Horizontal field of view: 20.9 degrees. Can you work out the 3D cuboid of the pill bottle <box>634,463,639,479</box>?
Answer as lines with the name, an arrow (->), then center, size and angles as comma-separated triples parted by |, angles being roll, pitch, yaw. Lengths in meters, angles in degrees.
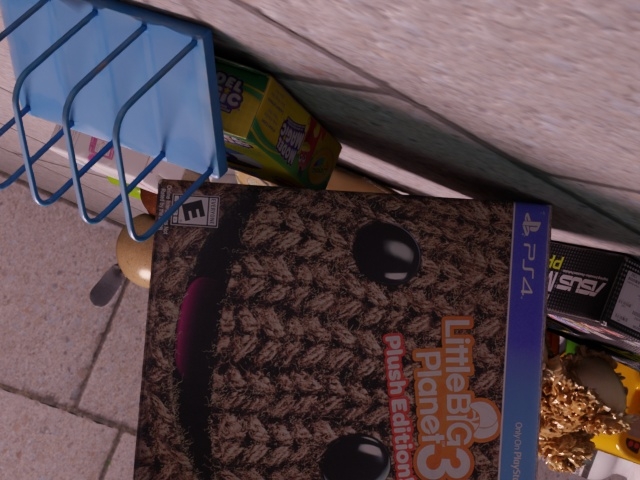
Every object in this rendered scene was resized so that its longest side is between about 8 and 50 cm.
pill bottle -> 0.455, 0.244, 1.889 | 0.131, 0.131, 0.229 | 24, 159, -27

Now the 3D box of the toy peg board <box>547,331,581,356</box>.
toy peg board -> 0.217, 0.112, 1.810 | 0.161, 0.079, 0.161 | 2, 170, 12

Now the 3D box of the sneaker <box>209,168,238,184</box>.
sneaker -> 0.000, 0.000, 1.603 | 0.252, 0.111, 0.103 | 20, 175, 16

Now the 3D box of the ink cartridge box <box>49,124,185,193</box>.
ink cartridge box -> -0.215, -0.093, 1.862 | 0.122, 0.052, 0.088 | 21, 175, 22

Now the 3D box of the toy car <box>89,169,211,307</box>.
toy car -> -0.182, 0.005, 1.991 | 0.155, 0.188, 0.149 | 21, 175, 12

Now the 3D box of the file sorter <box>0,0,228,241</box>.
file sorter -> -0.164, -0.086, 1.146 | 0.170, 0.104, 0.118 | 19, 137, 24

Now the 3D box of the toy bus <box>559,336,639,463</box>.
toy bus -> 0.323, 0.168, 1.922 | 0.108, 0.130, 0.333 | 24, 175, -27

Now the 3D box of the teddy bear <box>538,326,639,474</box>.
teddy bear -> 0.150, 0.138, 1.617 | 0.245, 0.113, 0.338 | 31, 164, -34

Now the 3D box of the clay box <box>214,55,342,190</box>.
clay box -> -0.076, -0.094, 1.264 | 0.127, 0.053, 0.222 | 19, 175, 19

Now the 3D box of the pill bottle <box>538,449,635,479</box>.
pill bottle -> 0.327, 0.218, 2.273 | 0.278, 0.162, 0.162 | 20, 175, 11

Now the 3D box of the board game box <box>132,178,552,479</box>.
board game box -> 0.018, 0.084, 1.315 | 0.291, 0.232, 0.141 | 3, 174, 2

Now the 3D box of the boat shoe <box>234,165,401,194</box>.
boat shoe -> 0.007, -0.037, 1.484 | 0.190, 0.068, 0.072 | 20, 163, 16

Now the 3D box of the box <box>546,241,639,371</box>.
box -> 0.283, 0.075, 1.501 | 0.270, 0.060, 0.216 | 25, 174, -29
